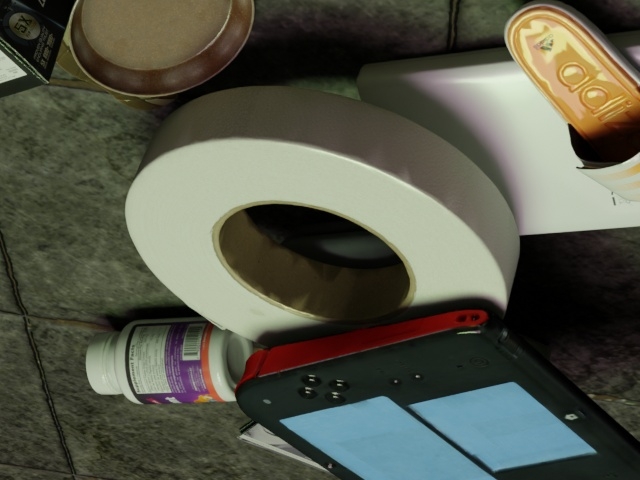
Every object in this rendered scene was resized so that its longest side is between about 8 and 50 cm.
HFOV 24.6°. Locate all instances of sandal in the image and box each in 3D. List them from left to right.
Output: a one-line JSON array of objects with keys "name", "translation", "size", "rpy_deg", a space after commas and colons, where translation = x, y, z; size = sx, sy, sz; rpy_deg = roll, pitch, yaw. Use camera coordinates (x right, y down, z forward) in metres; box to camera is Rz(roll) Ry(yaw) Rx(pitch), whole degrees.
[{"name": "sandal", "translation": [-0.198, -0.179, 1.395], "size": [0.072, 0.049, 0.180], "rpy_deg": [-15, 155, 25]}, {"name": "sandal", "translation": [0.253, -0.095, 1.275], "size": [0.265, 0.076, 0.102], "rpy_deg": [39, 131, -18]}]

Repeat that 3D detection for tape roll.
[{"name": "tape roll", "translation": [0.000, 0.000, 1.448], "size": [0.392, 0.072, 0.392], "rpy_deg": [13, 148, 8]}]

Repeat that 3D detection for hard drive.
[{"name": "hard drive", "translation": [0.208, -0.092, 1.373], "size": [0.308, 0.040, 0.203], "rpy_deg": [-4, 129, 22]}]

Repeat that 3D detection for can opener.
[{"name": "can opener", "translation": [0.086, -0.022, 1.549], "size": [0.284, 0.076, 0.095], "rpy_deg": [-6, 112, 24]}]

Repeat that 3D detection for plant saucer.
[{"name": "plant saucer", "translation": [-0.143, -0.200, 1.310], "size": [0.169, 0.029, 0.168], "rpy_deg": [-12, 139, -10]}]

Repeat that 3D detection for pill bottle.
[{"name": "pill bottle", "translation": [-0.190, 0.150, 1.833], "size": [0.194, 0.108, 0.108], "rpy_deg": [-4, 144, 22]}]

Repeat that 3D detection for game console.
[{"name": "game console", "translation": [0.135, 0.203, 1.578], "size": [0.342, 0.060, 0.386], "rpy_deg": [-13, 142, 37]}]

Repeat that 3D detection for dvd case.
[{"name": "dvd case", "translation": [0.006, 0.262, 2.031], "size": [0.165, 0.018, 0.221], "rpy_deg": [24, 145, -20]}]

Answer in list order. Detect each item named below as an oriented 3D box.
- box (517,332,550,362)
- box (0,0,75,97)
[{"name": "box", "translation": [0.162, 0.213, 1.792], "size": [0.127, 0.148, 0.232], "rpy_deg": [23, 145, -16]}, {"name": "box", "translation": [-0.312, -0.196, 1.305], "size": [0.180, 0.147, 0.077], "rpy_deg": [-12, 141, 32]}]
